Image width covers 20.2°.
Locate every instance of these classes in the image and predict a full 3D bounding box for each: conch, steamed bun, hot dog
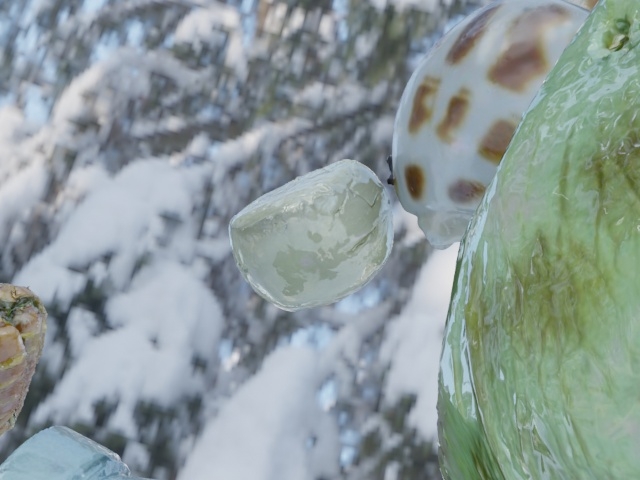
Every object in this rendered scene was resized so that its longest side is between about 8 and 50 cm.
[{"bbox_3d":[0.170,-0.110,1.240,0.183,0.275,0.149,47,-14,23],"label":"conch"},{"bbox_3d":[0.000,0.000,1.296,0.112,0.130,0.091,-23,-82,21],"label":"steamed bun"},{"bbox_3d":[-0.317,0.126,1.762,0.072,0.115,0.269,21,-29,-3],"label":"hot dog"}]

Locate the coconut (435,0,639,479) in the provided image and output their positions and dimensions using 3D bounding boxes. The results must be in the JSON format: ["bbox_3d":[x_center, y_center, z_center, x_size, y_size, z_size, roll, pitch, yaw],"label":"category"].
[{"bbox_3d":[0.176,0.022,0.536,0.281,0.328,0.328,-15,-23,-37],"label":"coconut"}]

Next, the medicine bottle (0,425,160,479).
[{"bbox_3d":[-0.078,0.259,1.053,0.290,0.245,0.245,26,-38,11],"label":"medicine bottle"}]
